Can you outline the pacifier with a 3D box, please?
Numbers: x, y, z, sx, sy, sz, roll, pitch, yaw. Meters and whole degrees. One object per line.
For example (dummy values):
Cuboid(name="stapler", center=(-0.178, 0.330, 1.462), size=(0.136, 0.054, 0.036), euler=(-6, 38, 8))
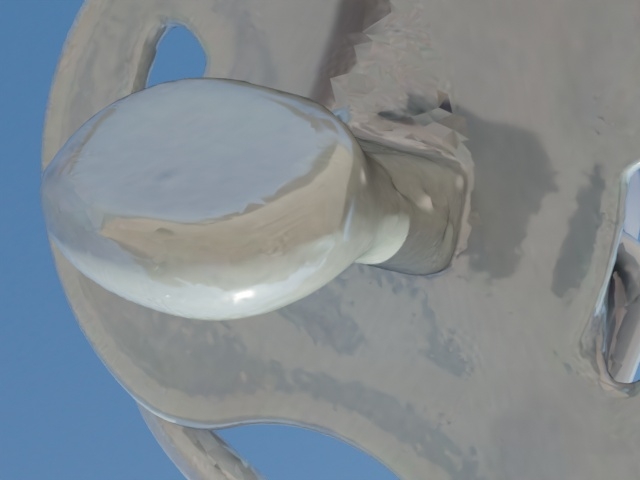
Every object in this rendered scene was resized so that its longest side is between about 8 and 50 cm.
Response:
Cuboid(name="pacifier", center=(0.000, 0.000, 0.588), size=(0.207, 0.279, 0.227), euler=(3, -77, -63))
